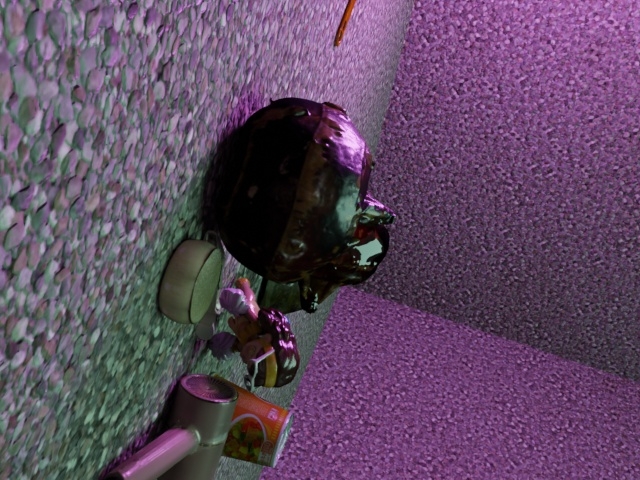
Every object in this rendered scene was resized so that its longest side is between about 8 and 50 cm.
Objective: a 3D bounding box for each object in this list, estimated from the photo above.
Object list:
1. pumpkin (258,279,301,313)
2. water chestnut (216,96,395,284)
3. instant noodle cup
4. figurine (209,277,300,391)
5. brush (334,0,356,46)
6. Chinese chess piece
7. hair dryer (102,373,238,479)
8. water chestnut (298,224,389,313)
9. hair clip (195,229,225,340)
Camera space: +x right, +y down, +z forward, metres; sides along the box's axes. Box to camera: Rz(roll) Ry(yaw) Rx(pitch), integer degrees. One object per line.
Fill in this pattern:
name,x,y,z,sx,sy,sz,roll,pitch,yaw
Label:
pumpkin,-0.038,0.049,1.637,0.169,0.148,0.312,101,5,-69
water chestnut,-0.012,-0.071,1.032,0.300,0.300,0.299,18,90,-83
instant noodle cup,-0.160,0.375,1.337,0.168,0.185,0.168,17,90,-83
figurine,-0.122,0.167,1.205,0.116,0.240,0.174,-10,132,-33
brush,0.087,-0.587,1.529,0.090,0.017,0.314,61,48,-76
Chinese chess piece,-0.183,0.058,0.935,0.122,0.051,0.122,16,90,-83
hair dryer,-0.253,0.343,1.021,0.189,0.107,0.344,-71,164,10
water chestnut,0.000,0.000,1.430,0.244,0.289,0.289,-38,165,-10
hair clip,-0.174,0.061,1.075,0.072,0.034,0.225,-68,171,-53
